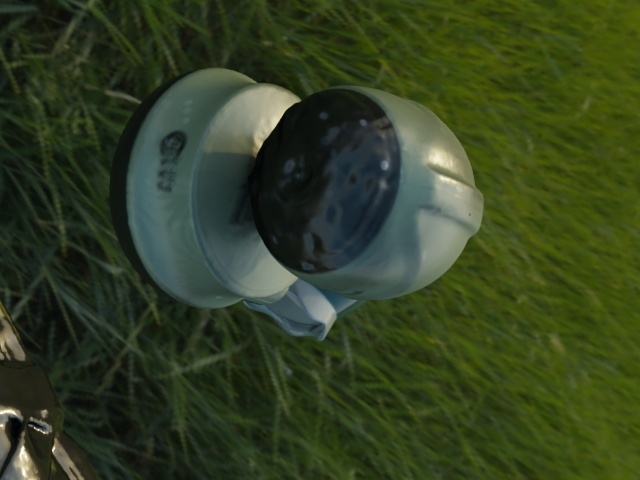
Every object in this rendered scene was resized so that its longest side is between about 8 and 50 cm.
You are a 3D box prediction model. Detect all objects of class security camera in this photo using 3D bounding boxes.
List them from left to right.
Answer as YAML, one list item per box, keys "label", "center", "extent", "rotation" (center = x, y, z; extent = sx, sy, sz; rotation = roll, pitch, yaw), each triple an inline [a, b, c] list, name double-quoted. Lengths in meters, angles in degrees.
- label: "security camera"
  center: [-0.009, -0.035, 0.982]
  extent: [0.191, 0.277, 0.197]
  rotation: [22, 77, -52]

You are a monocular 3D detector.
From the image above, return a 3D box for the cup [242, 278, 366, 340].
- label: "cup"
  center: [0.000, 0.000, 1.260]
  extent: [0.167, 0.299, 0.173]
  rotation: [46, 67, -30]

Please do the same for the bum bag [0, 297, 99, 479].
- label: "bum bag"
  center: [-0.145, 0.092, 0.537]
  extent: [0.232, 0.060, 0.107]
  rotation: [61, 27, 0]
